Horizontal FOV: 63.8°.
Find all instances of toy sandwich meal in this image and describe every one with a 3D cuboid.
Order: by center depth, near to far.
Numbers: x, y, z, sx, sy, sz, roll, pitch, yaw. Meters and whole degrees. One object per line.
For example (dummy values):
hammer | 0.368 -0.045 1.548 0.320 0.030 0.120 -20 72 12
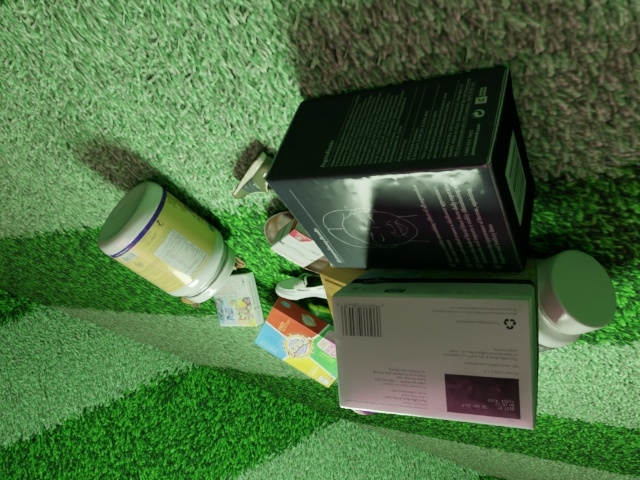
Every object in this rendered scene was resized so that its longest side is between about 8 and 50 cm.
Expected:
toy sandwich meal | -0.295 0.077 1.730 0.086 0.029 0.085 16 151 9

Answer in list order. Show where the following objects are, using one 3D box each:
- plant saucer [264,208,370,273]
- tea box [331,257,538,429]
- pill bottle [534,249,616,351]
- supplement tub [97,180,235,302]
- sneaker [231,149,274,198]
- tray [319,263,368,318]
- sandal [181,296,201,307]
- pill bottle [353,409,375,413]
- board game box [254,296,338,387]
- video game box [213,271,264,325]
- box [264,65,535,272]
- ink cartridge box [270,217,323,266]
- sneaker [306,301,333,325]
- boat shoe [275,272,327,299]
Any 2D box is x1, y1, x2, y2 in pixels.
plant saucer | 0.000 0.000 1.394 0.311 0.050 0.310 15 152 9
tea box | 0.236 0.167 0.978 0.329 0.219 0.323 -1 -172 23
pill bottle | 0.479 0.164 1.206 0.204 0.204 0.361 26 151 -10
supplement tub | -0.436 0.013 1.494 0.241 0.241 0.331 -10 139 43
sneaker | -0.146 -0.135 1.236 0.086 0.064 0.192 33 146 -12
tray | 0.192 0.201 1.327 0.411 0.076 0.202 21 141 37
sandal | -0.559 0.250 2.173 0.072 0.049 0.180 11 150 17
pill bottle | 0.228 0.542 1.916 0.182 0.181 0.323 28 148 -13
board game box | -0.053 0.358 1.797 0.317 0.064 0.242 30 133 3
video game box | -0.299 0.211 1.831 0.205 0.187 0.048 -8 -176 41
box | 0.157 -0.106 0.944 0.396 0.211 0.293 0 146 31
ink cartridge box | -0.044 0.000 1.307 0.109 0.063 0.150 30 150 -17
sneaker | -0.014 0.316 1.863 0.110 0.123 0.295 17 150 7
boat shoe | -0.040 0.135 1.636 0.227 0.083 0.075 -2 134 16
